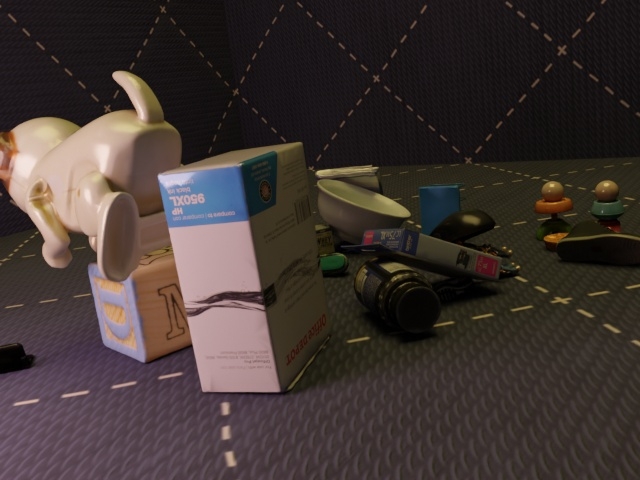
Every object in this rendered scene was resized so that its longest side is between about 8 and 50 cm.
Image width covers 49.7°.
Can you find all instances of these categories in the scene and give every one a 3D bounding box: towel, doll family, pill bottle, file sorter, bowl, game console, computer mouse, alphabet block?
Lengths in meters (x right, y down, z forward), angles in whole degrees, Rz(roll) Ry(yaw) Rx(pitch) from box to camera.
[{"bbox_3d":[0.108,-0.139,2.293,0.209,0.285,0.034,-3,52,12],"label":"towel"},{"bbox_3d":[0.394,0.042,1.677,0.112,0.075,0.193,9,1,-25],"label":"doll family"},{"bbox_3d":[0.156,0.111,1.403,0.123,0.122,0.219,-10,14,-13],"label":"pill bottle"},{"bbox_3d":[0.367,-0.080,2.029,0.118,0.170,0.104,0,11,29],"label":"file sorter"},{"bbox_3d":[0.111,-0.072,2.094,0.298,0.134,0.298,18,16,-5],"label":"bowl"},{"bbox_3d":[-0.663,0.237,1.414,0.122,0.107,0.071,-11,42,-14],"label":"game console"},{"bbox_3d":[0.338,-0.026,1.808,0.189,0.072,0.272,-11,-10,-33],"label":"computer mouse"},{"bbox_3d":[-0.348,0.122,1.465,0.197,0.193,0.192,-18,18,-40],"label":"alphabet block"}]

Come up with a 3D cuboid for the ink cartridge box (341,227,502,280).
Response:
[{"bbox_3d":[0.223,0.027,1.541,0.311,0.065,0.186,13,-6,-22],"label":"ink cartridge box"}]

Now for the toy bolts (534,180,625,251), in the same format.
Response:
[{"bbox_3d":[0.693,-0.075,1.845,0.229,0.158,0.218,-3,13,16],"label":"toy bolts"}]

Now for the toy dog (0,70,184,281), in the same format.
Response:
[{"bbox_3d":[-0.472,-0.127,1.362,0.408,0.395,0.285,11,29,31],"label":"toy dog"}]

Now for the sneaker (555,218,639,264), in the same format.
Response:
[{"bbox_3d":[0.692,-0.008,1.663,0.222,0.083,0.118,3,34,41],"label":"sneaker"}]

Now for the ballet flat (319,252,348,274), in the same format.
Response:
[{"bbox_3d":[-0.013,0.069,1.845,0.189,0.070,0.070,0,14,20],"label":"ballet flat"}]

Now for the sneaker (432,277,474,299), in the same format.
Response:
[{"bbox_3d":[0.290,0.110,1.545,0.109,0.040,0.044,-9,-2,-27],"label":"sneaker"}]

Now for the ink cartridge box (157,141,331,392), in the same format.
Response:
[{"bbox_3d":[-0.120,0.041,1.256,0.166,0.394,0.285,-5,13,20],"label":"ink cartridge box"}]

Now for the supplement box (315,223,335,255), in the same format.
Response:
[{"bbox_3d":[0.000,0.000,2.056,0.056,0.083,0.083,-13,13,-14],"label":"supplement box"}]
